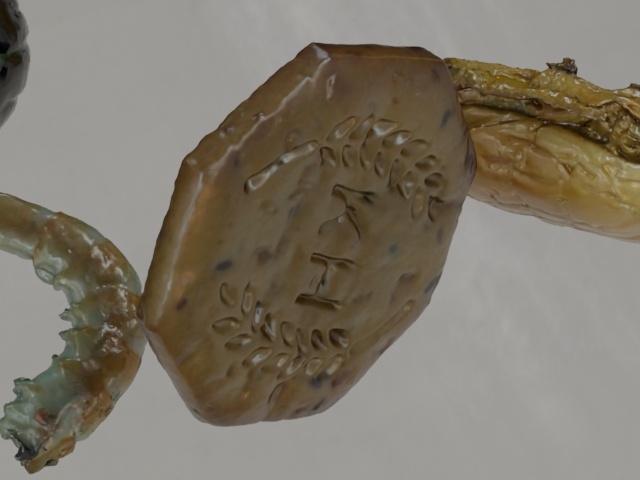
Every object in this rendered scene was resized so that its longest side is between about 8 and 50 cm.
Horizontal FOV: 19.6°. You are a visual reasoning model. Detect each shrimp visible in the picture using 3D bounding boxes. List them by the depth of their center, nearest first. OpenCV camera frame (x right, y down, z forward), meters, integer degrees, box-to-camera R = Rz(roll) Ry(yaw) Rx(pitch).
[{"bbox_3d":[-0.265,0.069,1.835,0.185,0.068,0.287,-22,88,-16],"label":"shrimp"}]

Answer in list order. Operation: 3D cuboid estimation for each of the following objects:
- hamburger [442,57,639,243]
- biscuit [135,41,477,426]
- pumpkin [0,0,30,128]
[{"bbox_3d":[0.245,-0.098,1.907,0.318,0.318,0.158,16,89,13],"label":"hamburger"},{"bbox_3d":[0.001,0.000,1.521,0.359,0.359,0.046,-42,51,-20],"label":"biscuit"},{"bbox_3d":[-0.428,-0.206,1.960,0.248,0.248,0.248,-2,58,3],"label":"pumpkin"}]
